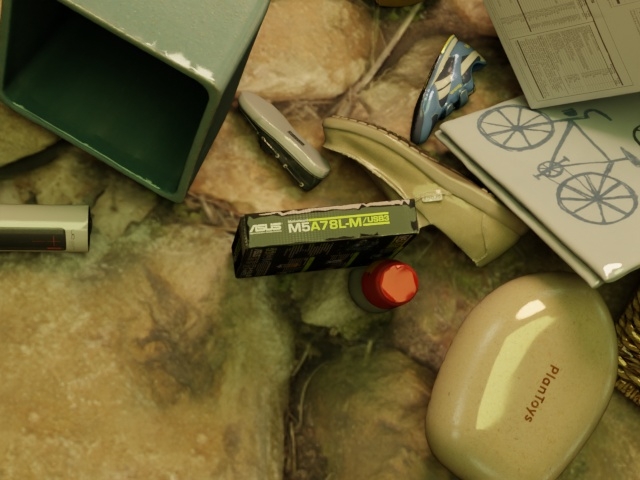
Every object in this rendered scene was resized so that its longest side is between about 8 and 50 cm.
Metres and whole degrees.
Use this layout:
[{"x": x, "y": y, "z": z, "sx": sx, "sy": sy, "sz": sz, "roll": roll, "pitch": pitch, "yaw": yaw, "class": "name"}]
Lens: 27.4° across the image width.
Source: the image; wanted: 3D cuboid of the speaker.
[{"x": -0.325, "y": -0.014, "z": 1.466, "sx": 0.136, "sy": 0.055, "sz": 0.055, "roll": 1, "pitch": 78, "yaw": -7, "class": "speaker"}]

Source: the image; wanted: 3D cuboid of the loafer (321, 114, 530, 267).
[{"x": 0.110, "y": -0.056, "z": 1.505, "sx": 0.269, "sy": 0.102, "sz": 0.092, "roll": 30, "pitch": 98, "yaw": 6, "class": "loafer"}]

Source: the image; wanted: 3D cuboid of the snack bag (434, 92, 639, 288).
[{"x": 0.354, "y": -0.101, "z": 1.487, "sx": 0.343, "sy": 0.037, "sz": 0.323, "roll": -23, "pitch": 44, "yaw": -19, "class": "snack bag"}]

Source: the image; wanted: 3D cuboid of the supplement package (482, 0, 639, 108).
[{"x": 0.347, "y": -0.289, "z": 1.451, "sx": 0.199, "sy": 0.263, "sz": 0.198, "roll": -40, "pitch": 111, "yaw": -33, "class": "supplement package"}]

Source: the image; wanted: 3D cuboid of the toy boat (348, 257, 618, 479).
[{"x": 0.175, "y": 0.118, "z": 1.468, "sx": 0.318, "sy": 0.148, "sz": 0.267, "roll": 35, "pitch": 82, "yaw": -6, "class": "toy boat"}]

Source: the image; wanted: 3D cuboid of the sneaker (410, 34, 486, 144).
[{"x": 0.151, "y": -0.174, "z": 1.561, "sx": 0.059, "sy": 0.053, "sz": 0.144, "roll": 26, "pitch": 77, "yaw": -3, "class": "sneaker"}]

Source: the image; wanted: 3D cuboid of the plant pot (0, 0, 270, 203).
[{"x": -0.181, "y": -0.246, "z": 1.445, "sx": 0.248, "sy": 0.247, "sz": 0.252, "roll": 30, "pitch": 59, "yaw": 0, "class": "plant pot"}]

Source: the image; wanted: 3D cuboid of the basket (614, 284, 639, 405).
[{"x": 0.505, "y": 0.111, "z": 1.493, "sx": 0.299, "sy": 0.223, "sz": 0.213, "roll": 34, "pitch": 41, "yaw": 15, "class": "basket"}]

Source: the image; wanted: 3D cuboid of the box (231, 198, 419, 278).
[{"x": 0.000, "y": 0.000, "z": 1.434, "sx": 0.184, "sy": 0.190, "sz": 0.045, "roll": -8, "pitch": 80, "yaw": -8, "class": "box"}]

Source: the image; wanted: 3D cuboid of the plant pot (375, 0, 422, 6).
[{"x": 0.096, "y": -0.326, "z": 1.576, "sx": 0.083, "sy": 0.081, "sz": 0.081, "roll": -25, "pitch": 82, "yaw": 1, "class": "plant pot"}]

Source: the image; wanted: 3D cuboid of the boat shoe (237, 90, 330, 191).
[{"x": -0.050, "y": -0.115, "z": 1.528, "sx": 0.142, "sy": 0.049, "sz": 0.040, "roll": 45, "pitch": 115, "yaw": 9, "class": "boat shoe"}]
